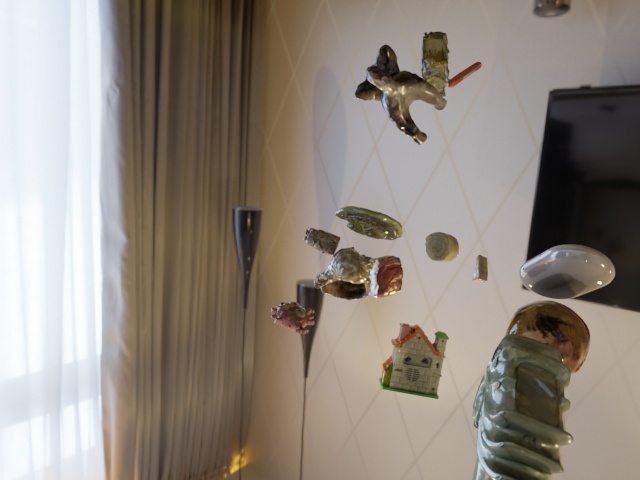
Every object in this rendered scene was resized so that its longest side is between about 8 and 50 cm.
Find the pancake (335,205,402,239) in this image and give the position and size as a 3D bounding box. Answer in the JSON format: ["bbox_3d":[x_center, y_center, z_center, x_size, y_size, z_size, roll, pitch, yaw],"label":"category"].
[{"bbox_3d":[0.178,-0.061,1.696,0.253,0.037,0.253,17,164,5],"label":"pancake"}]

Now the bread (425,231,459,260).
[{"bbox_3d":[0.610,0.033,2.365,0.134,0.148,0.141,-21,164,33],"label":"bread"}]

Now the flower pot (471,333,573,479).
[{"bbox_3d":[0.409,0.396,0.985,0.164,0.254,0.367,19,-142,10],"label":"flower pot"}]

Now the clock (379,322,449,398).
[{"bbox_3d":[0.361,0.454,1.818,0.219,0.255,0.106,11,-178,0],"label":"clock"}]

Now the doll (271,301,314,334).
[{"bbox_3d":[-0.134,0.375,2.301,0.211,0.093,0.262,-2,-155,-22],"label":"doll"}]

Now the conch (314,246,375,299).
[{"bbox_3d":[0.113,0.122,1.910,0.291,0.159,0.210,-17,134,42],"label":"conch"}]

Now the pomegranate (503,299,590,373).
[{"bbox_3d":[0.822,0.376,1.731,0.322,0.322,0.322,3,-171,0],"label":"pomegranate"}]

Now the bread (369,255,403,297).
[{"bbox_3d":[0.274,0.163,2.158,0.122,0.190,0.244,-1,180,-15],"label":"bread"}]

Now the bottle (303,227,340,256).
[{"bbox_3d":[0.000,0.001,1.972,0.152,0.099,0.099,23,-169,4],"label":"bottle"}]

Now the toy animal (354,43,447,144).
[{"bbox_3d":[0.238,-0.516,1.581,0.302,0.194,0.344,27,-159,-29],"label":"toy animal"}]

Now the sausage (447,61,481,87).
[{"bbox_3d":[0.559,-0.644,1.825,0.253,0.034,0.034,-38,-148,-31],"label":"sausage"}]

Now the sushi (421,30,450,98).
[{"bbox_3d":[0.505,-0.741,2.024,0.139,0.291,0.131,7,-152,23],"label":"sushi"}]

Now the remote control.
[{"bbox_3d":[0.821,0.111,1.591,0.221,0.104,0.332,29,152,-1],"label":"remote control"}]

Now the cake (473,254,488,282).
[{"bbox_3d":[0.724,0.126,2.110,0.052,0.121,0.065,12,177,-4],"label":"cake"}]
